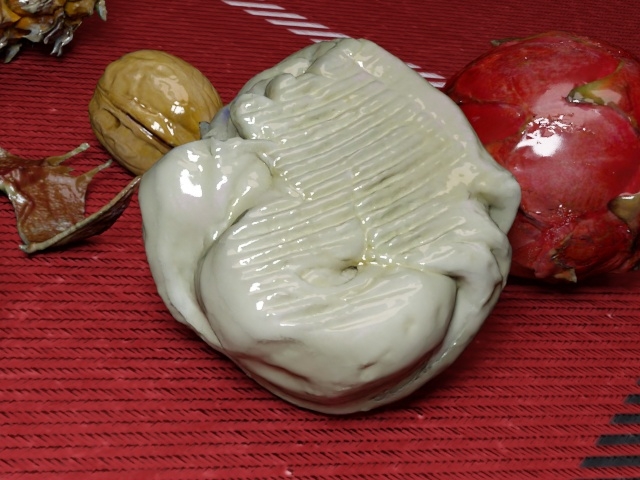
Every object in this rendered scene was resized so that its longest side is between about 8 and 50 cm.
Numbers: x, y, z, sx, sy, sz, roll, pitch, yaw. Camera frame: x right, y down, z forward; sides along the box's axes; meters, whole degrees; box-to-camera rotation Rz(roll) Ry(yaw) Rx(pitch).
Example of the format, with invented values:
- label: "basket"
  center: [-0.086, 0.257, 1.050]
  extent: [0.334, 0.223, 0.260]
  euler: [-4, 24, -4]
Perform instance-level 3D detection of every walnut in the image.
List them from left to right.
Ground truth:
- label: "walnut"
  center: [-0.188, -0.145, 1.425]
  extent: [0.144, 0.144, 0.180]
  euler: [-20, 54, -40]

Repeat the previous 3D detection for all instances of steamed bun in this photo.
- label: "steamed bun"
  center: [0.000, 0.000, 1.187]
  extent: [0.339, 0.247, 0.352]
  euler: [-34, 71, -28]

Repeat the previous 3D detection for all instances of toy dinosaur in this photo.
- label: "toy dinosaur"
  center: [-0.327, -0.101, 1.338]
  extent: [0.207, 0.113, 0.327]
  euler: [-1, 33, -20]

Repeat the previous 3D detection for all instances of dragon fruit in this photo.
- label: "dragon fruit"
  center: [0.260, -0.089, 1.371]
  extent: [0.302, 0.295, 0.295]
  euler: [-5, 32, 8]

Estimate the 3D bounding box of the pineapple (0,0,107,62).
- label: "pineapple"
  center: [-0.431, -0.391, 1.565]
  extent: [0.300, 0.352, 0.352]
  euler: [3, 33, -33]
